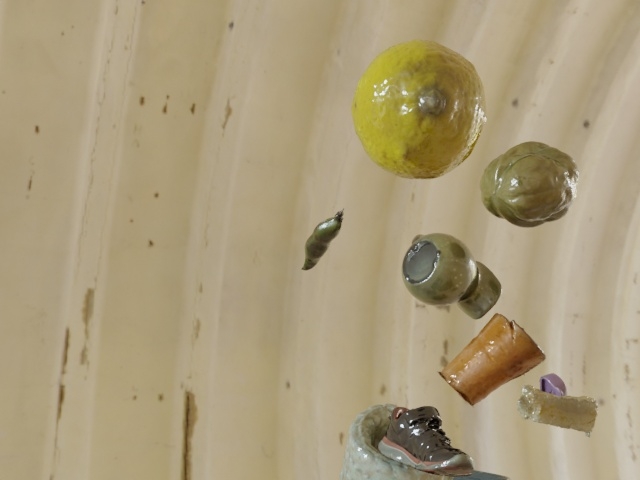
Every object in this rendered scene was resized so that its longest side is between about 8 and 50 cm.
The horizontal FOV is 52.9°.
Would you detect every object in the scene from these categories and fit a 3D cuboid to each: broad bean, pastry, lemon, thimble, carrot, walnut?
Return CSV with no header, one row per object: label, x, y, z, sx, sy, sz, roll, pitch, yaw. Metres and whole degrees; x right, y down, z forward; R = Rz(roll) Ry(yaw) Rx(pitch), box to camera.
broad bean,0.000,0.000,2.125,0.077,0.061,0.339,14,-36,-16
pastry,0.732,0.516,1.975,0.258,0.122,0.089,17,-18,-13
lemon,0.249,-0.328,1.619,0.349,0.350,0.387,-13,-1,2
thimble,0.200,0.577,1.649,0.291,0.291,0.195,1,-65,-18
carrot,0.486,0.356,1.841,0.254,0.196,0.196,-43,-40,-2
walnut,0.657,-0.172,2.021,0.276,0.282,0.253,-14,-52,-20

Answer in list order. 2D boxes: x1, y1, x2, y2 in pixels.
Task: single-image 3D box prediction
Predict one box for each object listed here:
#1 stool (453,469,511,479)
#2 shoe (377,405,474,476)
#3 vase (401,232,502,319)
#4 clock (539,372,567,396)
stool,0.454,0.892,2.110,0.329,0.298,0.297,-3,-30,28
shoe,0.239,0.436,1.420,0.114,0.137,0.291,17,-10,-28
vase,0.422,0.090,2.187,0.302,0.329,0.241,24,-65,-32
clock,0.851,0.561,2.329,0.050,0.110,0.153,-20,-62,-19
